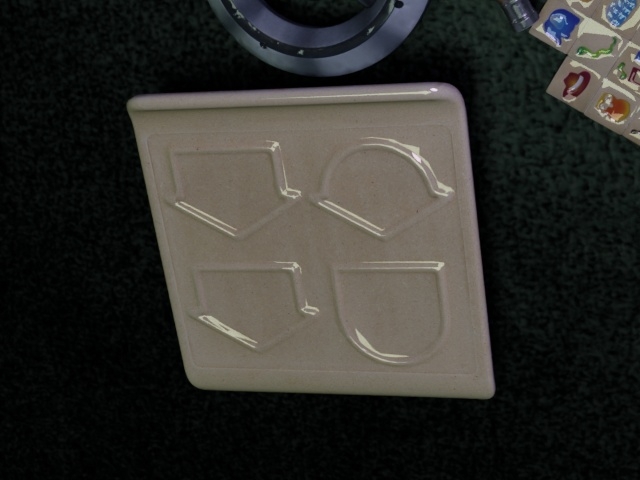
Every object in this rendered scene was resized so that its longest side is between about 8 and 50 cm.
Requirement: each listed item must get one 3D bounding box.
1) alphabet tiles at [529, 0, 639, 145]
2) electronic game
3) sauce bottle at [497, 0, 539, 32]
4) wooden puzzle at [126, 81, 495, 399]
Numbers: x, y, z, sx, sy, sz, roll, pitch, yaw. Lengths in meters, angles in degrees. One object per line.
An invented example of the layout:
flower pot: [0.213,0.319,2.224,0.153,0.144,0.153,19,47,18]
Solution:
alphabet tiles: [0.301,-0.192,1.157,0.198,0.009,0.237,30,122,1]
electronic game: [-0.006,-0.257,1.200,0.229,0.048,0.229,8,112,19]
sauce bottle: [0.146,-0.239,1.165,0.042,0.042,0.128,-22,109,26]
wooden puzzle: [0.000,0.000,1.320,0.322,0.080,0.348,0,121,19]
